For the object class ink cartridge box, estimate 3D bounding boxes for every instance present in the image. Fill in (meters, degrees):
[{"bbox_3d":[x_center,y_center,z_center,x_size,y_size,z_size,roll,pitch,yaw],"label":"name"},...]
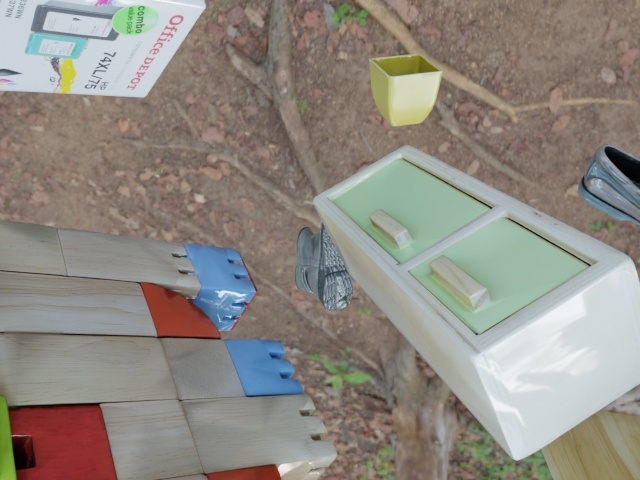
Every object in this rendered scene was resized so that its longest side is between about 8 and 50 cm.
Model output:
[{"bbox_3d":[-0.309,-0.300,0.709,0.270,0.197,0.198,-8,163,-40],"label":"ink cartridge box"}]

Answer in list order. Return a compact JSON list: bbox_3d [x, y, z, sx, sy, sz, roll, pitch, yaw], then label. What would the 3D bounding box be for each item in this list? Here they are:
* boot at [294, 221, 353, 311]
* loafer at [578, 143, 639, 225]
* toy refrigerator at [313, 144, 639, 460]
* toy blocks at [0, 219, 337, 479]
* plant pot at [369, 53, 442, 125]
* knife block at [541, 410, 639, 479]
[{"bbox_3d":[0.000,0.000,1.192,0.083,0.161,0.247,-1,107,-29],"label":"boot"},{"bbox_3d":[0.488,-0.049,0.863,0.267,0.096,0.084,29,144,29],"label":"loafer"},{"bbox_3d":[0.091,0.016,0.451,0.102,0.269,0.094,-30,118,-5],"label":"toy refrigerator"},{"bbox_3d":[-0.115,0.124,0.377,0.260,0.381,0.191,9,127,-39],"label":"toy blocks"},{"bbox_3d":[0.118,-0.213,0.909,0.081,0.081,0.083,-9,126,-14],"label":"plant pot"},{"bbox_3d":[0.223,0.234,0.365,0.088,0.242,0.275,37,158,-21],"label":"knife block"}]
